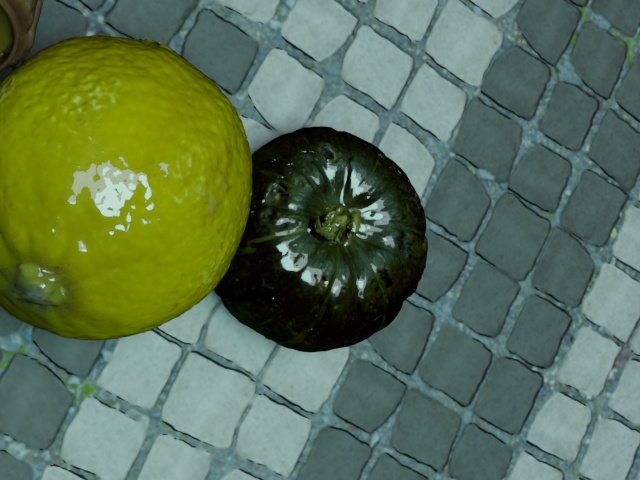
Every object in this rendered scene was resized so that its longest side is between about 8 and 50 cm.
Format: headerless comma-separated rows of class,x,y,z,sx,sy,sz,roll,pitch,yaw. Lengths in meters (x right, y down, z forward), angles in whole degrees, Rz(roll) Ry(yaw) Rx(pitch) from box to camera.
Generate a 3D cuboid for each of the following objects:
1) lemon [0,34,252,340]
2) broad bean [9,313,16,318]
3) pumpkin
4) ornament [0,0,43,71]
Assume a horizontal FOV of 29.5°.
lemon,-0.196,-0.048,1.100,0.293,0.293,0.293,0,90,-23
broad bean,-0.271,0.051,1.200,0.083,0.045,0.063,-11,95,-31
pumpkin,0.000,0.001,1.253,0.237,0.159,0.238,1,88,-19
ornament,-0.318,-0.270,1.046,0.235,0.221,0.218,10,58,-16
